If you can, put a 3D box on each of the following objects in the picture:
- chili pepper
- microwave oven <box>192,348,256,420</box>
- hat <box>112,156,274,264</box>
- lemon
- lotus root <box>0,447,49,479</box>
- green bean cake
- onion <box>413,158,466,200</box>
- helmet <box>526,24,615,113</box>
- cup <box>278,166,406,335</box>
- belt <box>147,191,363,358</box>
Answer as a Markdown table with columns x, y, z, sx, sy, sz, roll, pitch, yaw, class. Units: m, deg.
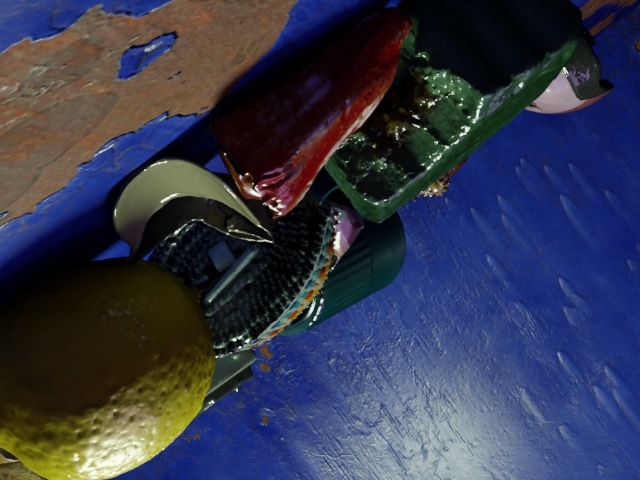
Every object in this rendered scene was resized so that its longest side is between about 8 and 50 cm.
| x | y | z | sx | sy | sz | roll | pitch | yaw | class |
| --- | --- | --- | --- | --- | --- | --- | --- | --- | --- |
| 0.004 | -0.138 | 1.084 | 0.253 | 0.144 | 0.136 | -43 | -139 | -7 | chili pepper |
| -0.365 | 0.288 | 1.962 | 0.333 | 0.247 | 0.394 | -30 | 173 | -47 | microwave oven |
| -0.146 | -0.058 | 1.137 | 0.166 | 0.144 | 0.173 | -10 | 134 | 1 | hat |
| -0.251 | 0.144 | 1.210 | 0.310 | 0.253 | 0.253 | -33 | 175 | -36 | lemon |
| -0.466 | 0.274 | 1.515 | 0.180 | 0.188 | 0.199 | -22 | -176 | 25 | lotus root |
| 0.133 | -0.181 | 1.227 | 0.300 | 0.169 | 0.308 | -37 | 175 | -5 | green bean cake |
| 0.139 | -0.140 | 1.498 | 0.230 | 0.163 | 0.230 | -13 | 146 | -9 | onion |
| 0.322 | -0.264 | 1.538 | 0.154 | 0.198 | 0.253 | -37 | 163 | 2 | helmet |
| 0.008 | 0.017 | 1.971 | 0.308 | 0.242 | 0.292 | -35 | 175 | 39 | cup |
| -0.101 | 0.026 | 1.457 | 0.295 | 0.207 | 0.160 | -51 | 170 | 8 | belt |
